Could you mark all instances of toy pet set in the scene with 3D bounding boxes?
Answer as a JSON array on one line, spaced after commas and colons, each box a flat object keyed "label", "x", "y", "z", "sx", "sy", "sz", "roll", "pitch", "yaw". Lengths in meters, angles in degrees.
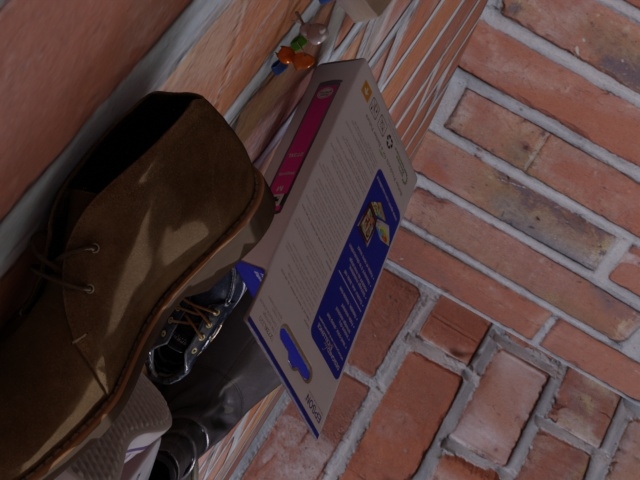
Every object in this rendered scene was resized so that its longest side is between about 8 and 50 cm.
[{"label": "toy pet set", "x": 0.004, "y": -0.211, "z": 1.122, "sx": 0.114, "sy": 0.065, "sz": 0.122, "roll": -2, "pitch": -133, "yaw": 54}]

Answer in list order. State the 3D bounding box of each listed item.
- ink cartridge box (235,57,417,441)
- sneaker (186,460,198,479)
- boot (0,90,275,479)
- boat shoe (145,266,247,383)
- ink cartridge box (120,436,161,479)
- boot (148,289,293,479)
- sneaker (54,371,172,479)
[{"label": "ink cartridge box", "x": 0.000, "y": 0.000, "z": 1.313, "sx": 0.175, "sy": 0.069, "sz": 0.371, "roll": 63, "pitch": 34, "yaw": -37}, {"label": "sneaker", "x": -0.225, "y": 0.324, "z": 1.612, "sx": 0.118, "sy": 0.083, "sz": 0.222, "roll": 5, "pitch": 100, "yaw": -55}, {"label": "boot", "x": -0.153, "y": 0.031, "z": 0.798, "sx": 0.305, "sy": 0.112, "sz": 0.115, "roll": -53, "pitch": 141, "yaw": -25}, {"label": "boat shoe", "x": -0.120, "y": 0.071, "z": 1.293, "sx": 0.083, "sy": 0.065, "sz": 0.183, "roll": -61, "pitch": 179, "yaw": -42}, {"label": "ink cartridge box", "x": -0.209, "y": 0.227, "z": 1.151, "sx": 0.275, "sy": 0.060, "sz": 0.239, "roll": -55, "pitch": 167, "yaw": -66}, {"label": "boot", "x": -0.120, "y": 0.178, "z": 1.410, "sx": 0.338, "sy": 0.118, "sz": 0.222, "roll": -53, "pitch": 179, "yaw": 36}, {"label": "sneaker", "x": -0.207, "y": 0.161, "z": 0.942, "sx": 0.161, "sy": 0.102, "sz": 0.282, "roll": -44, "pitch": 180, "yaw": 10}]
